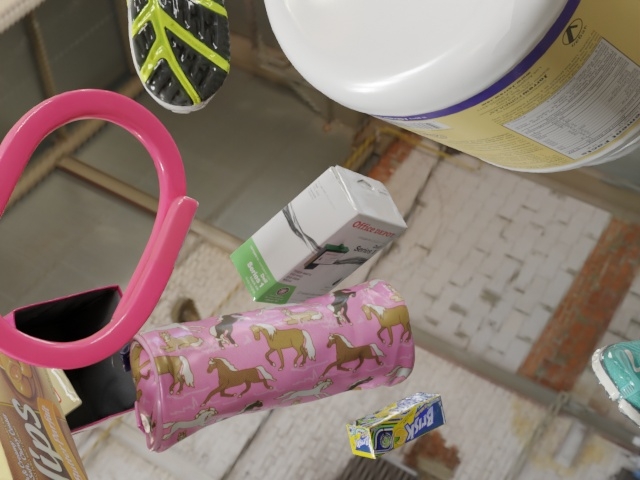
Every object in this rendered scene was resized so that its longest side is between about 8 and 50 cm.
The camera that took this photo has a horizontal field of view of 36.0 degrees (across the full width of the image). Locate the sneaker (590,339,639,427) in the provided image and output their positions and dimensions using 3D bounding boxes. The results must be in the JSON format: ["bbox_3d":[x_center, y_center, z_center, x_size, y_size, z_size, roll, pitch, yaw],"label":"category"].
[{"bbox_3d":[0.388,0.125,1.052,0.275,0.107,0.110,-7,-36,-42],"label":"sneaker"}]

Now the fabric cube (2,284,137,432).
[{"bbox_3d":[-0.527,0.264,1.960,0.258,0.254,0.259,-26,-8,41],"label":"fabric cube"}]

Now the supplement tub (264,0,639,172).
[{"bbox_3d":[0.141,-0.183,0.744,0.331,0.241,0.241,10,-76,-54],"label":"supplement tub"}]

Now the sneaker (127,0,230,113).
[{"bbox_3d":[-0.184,-0.338,1.176,0.147,0.145,0.385,156,115,-76],"label":"sneaker"}]

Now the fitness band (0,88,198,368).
[{"bbox_3d":[-0.249,-0.013,1.010,0.054,0.209,0.291,-4,61,64],"label":"fitness band"}]

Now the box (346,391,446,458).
[{"bbox_3d":[0.128,0.304,1.634,0.169,0.059,0.054,-17,-81,-37],"label":"box"}]

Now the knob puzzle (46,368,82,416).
[{"bbox_3d":[-0.539,0.264,1.748,0.213,0.213,0.030,-60,-15,-12],"label":"knob puzzle"}]

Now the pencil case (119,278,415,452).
[{"bbox_3d":[-0.060,0.159,1.310,0.386,0.167,0.160,-12,-75,-23],"label":"pencil case"}]

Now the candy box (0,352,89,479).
[{"bbox_3d":[-0.382,0.240,1.201,0.087,0.316,0.183,-34,-34,4],"label":"candy box"}]

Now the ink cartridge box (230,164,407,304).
[{"bbox_3d":[0.000,0.000,1.494,0.219,0.092,0.160,-40,-26,22],"label":"ink cartridge box"}]
